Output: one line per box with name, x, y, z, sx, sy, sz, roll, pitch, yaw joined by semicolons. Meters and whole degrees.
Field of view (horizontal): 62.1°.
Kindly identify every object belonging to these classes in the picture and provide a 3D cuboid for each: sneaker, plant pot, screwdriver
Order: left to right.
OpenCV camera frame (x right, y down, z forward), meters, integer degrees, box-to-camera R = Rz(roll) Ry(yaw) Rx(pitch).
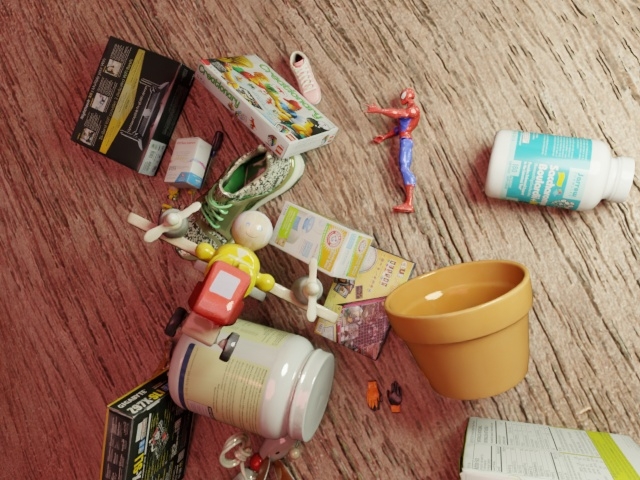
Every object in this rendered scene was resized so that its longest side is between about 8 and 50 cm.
screwdriver;-0.288;-0.206;1.395;0.024;0.025;0.169;22;103;16
sneaker;-0.229;-0.107;1.283;0.410;0.182;0.158;-44;77;12
sneaker;-0.041;-0.399;1.295;0.051;0.070;0.134;-18;84;14
plant pot;0.295;0.184;1.078;0.291;0.291;0.203;-15;100;16

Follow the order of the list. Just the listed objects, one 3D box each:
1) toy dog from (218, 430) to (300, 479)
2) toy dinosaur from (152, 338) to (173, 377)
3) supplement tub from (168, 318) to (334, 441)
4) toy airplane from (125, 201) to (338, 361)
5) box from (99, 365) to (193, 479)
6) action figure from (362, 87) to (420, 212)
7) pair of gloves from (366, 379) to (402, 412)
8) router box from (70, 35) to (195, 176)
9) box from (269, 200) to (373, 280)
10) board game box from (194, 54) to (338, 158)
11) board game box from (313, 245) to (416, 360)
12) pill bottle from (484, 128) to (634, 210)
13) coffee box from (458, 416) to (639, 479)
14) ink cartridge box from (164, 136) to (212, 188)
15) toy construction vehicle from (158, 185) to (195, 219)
toy dog;-0.153;0.606;1.240;0.161;0.220;0.333;37;109;37
toy dinosaur;-0.425;0.365;1.400;0.112;0.064;0.211;29;87;29
supplement tub;-0.152;0.312;1.219;0.325;0.235;0.235;13;92;17
toy airplane;-0.182;0.057;1.159;0.384;0.386;0.272;37;105;39
box;-0.403;0.485;1.251;0.080;0.257;0.321;15;104;18
action figure;0.158;-0.210;1.214;0.139;0.091;0.280;6;90;8
pair of gloves;0.149;0.365;1.241;0.084;0.010;0.074;-2;87;16
router box;-0.505;-0.360;1.429;0.243;0.081;0.308;26;96;16
box;0.000;0.000;1.222;0.203;0.103;0.114;27;97;35
board game box;-0.126;-0.325;1.256;0.305;0.193;0.053;44;130;13
board game box;0.103;0.135;1.246;0.165;0.042;0.243;23;95;17
pill bottle;0.481;-0.141;1.085;0.264;0.146;0.146;10;91;18
coffee box;0.427;0.553;0.978;0.335;0.338;0.337;1;88;17
ink cartridge box;-0.340;-0.198;1.365;0.089;0.052;0.122;5;77;34
toy construction vehicle;-0.378;-0.092;1.410;0.086;0.035;0.098;14;90;28
